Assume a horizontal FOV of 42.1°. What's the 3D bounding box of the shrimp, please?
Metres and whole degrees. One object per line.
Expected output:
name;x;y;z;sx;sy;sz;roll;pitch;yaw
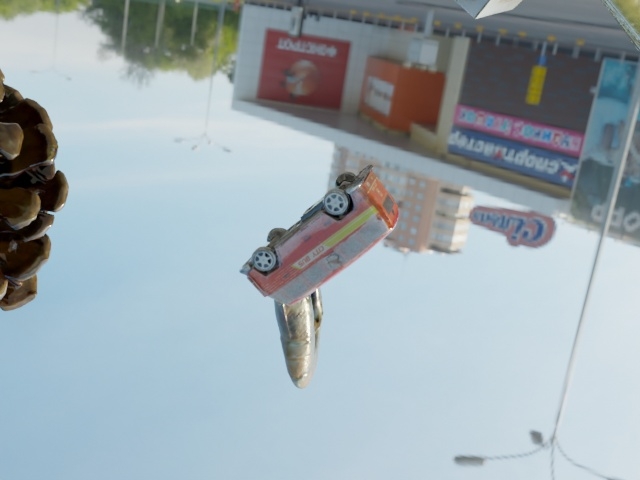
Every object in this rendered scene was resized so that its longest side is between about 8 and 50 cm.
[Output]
shrimp;-0.027;0.082;1.212;0.058;0.296;0.169;2;-142;10

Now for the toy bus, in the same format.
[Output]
toy bus;0.000;0.000;0.858;0.077;0.174;0.079;49;-158;-7

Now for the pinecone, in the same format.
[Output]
pinecone;-0.242;-0.030;0.499;0.179;0.195;0.150;51;-143;2

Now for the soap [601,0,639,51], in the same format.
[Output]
soap;0.314;-0.261;0.814;0.315;0.091;0.199;33;-150;-37

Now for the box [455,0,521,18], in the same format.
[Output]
box;0.178;-0.410;1.142;0.233;0.067;0.149;47;-141;10
